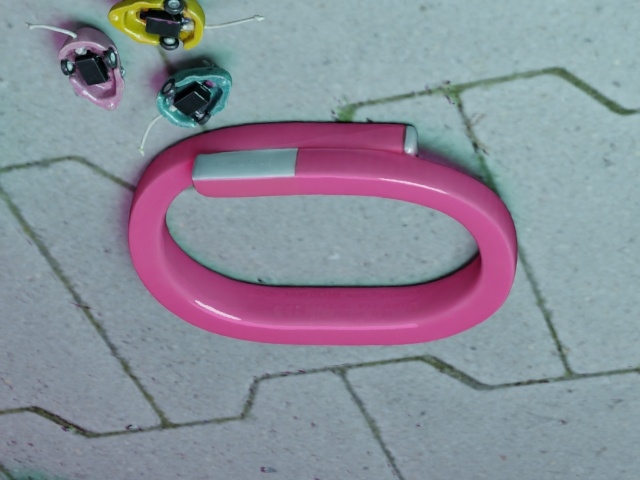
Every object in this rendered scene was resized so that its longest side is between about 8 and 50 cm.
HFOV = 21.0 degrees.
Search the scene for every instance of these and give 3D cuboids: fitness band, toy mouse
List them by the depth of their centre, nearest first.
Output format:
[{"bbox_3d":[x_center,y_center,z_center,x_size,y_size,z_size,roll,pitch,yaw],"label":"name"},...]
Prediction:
[{"bbox_3d":[-0.117,-0.116,1.169,0.161,0.031,0.143,7,139,2],"label":"toy mouse"},{"bbox_3d":[0.000,0.000,1.274,0.290,0.054,0.209,1,142,10],"label":"fitness band"}]
